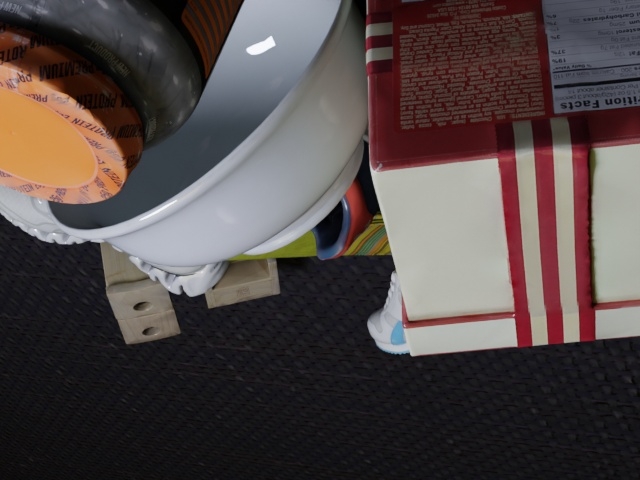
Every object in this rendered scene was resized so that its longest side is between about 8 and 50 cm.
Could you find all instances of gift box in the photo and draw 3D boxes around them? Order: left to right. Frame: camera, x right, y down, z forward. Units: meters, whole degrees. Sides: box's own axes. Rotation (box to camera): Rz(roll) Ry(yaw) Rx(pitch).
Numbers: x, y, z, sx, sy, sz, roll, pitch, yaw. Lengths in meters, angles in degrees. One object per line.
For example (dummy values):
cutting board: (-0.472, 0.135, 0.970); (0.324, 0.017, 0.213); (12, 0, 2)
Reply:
gift box: (0.169, -0.082, 0.969); (0.255, 0.276, 0.258); (-2, 143, 11)

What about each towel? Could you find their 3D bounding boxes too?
towel: (0.000, 0.000, 1.331); (0.237, 0.021, 0.102); (-2, 158, -21)

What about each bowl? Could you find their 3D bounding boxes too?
bowl: (-0.061, -0.083, 1.040); (0.298, 0.298, 0.134); (-9, 136, 42)

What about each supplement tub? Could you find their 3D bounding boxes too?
supplement tub: (-0.141, -0.194, 0.889); (0.194, 0.316, 0.193); (16, 151, 9)

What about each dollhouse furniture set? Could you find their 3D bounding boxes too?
dollhouse furniture set: (-0.148, 0.020, 1.506); (0.184, 0.129, 0.129); (-11, 150, -4)

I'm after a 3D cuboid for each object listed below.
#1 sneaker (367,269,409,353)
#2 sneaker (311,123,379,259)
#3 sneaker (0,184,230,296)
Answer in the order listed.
sneaker: (0.113, 0.060, 1.426); (0.092, 0.087, 0.229); (56, 152, -5)
sneaker: (-0.095, -0.101, 1.197); (0.350, 0.148, 0.131); (27, 151, -12)
sneaker: (-0.232, -0.042, 1.397); (0.292, 0.110, 0.118); (20, 165, 15)
